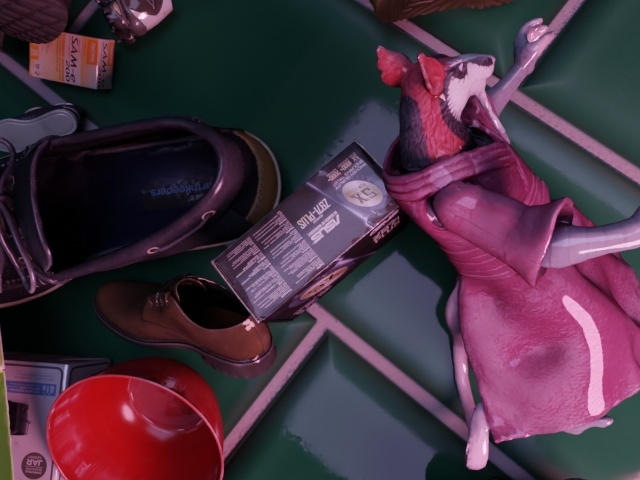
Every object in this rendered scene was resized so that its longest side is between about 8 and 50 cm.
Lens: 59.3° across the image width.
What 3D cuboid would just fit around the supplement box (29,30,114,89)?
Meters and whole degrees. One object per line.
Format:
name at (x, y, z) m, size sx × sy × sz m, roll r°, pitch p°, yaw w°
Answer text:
supplement box at (-0.312, -0.229, 0.705) m, size 0.099 × 0.036 × 0.062 m, roll 13°, pitch 108°, yaw 10°

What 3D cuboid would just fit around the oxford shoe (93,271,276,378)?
oxford shoe at (-0.155, 0.068, 0.608) m, size 0.228 × 0.096 × 0.082 m, roll 10°, pitch 41°, yaw 20°

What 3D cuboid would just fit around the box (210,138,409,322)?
box at (0.000, 0.000, 0.580) m, size 0.180 × 0.147 × 0.077 m, roll -40°, pitch 78°, yaw 1°

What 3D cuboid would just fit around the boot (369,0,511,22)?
boot at (0.124, -0.396, 0.631) m, size 0.236 × 0.089 × 0.269 m, roll -13°, pitch 77°, yaw -11°

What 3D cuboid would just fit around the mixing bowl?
mixing bowl at (-0.177, 0.193, 0.593) m, size 0.182 × 0.098 × 0.181 m, roll 3°, pitch 110°, yaw 7°

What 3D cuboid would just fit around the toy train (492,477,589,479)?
toy train at (0.192, 0.384, 0.514) m, size 0.191 × 0.142 × 0.333 m, roll 1°, pitch 84°, yaw 21°

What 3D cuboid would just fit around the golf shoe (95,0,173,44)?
golf shoe at (-0.256, -0.347, 0.711) m, size 0.094 × 0.077 × 0.198 m, roll -29°, pitch 86°, yaw -7°

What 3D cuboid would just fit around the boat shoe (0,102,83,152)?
boat shoe at (-0.360, -0.145, 0.711) m, size 0.125 × 0.038 × 0.046 m, roll -15°, pitch 122°, yaw 12°

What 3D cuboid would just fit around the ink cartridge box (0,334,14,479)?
ink cartridge box at (-0.402, 0.149, 0.542) m, size 0.189 × 0.097 × 0.255 m, roll -19°, pitch 77°, yaw 25°

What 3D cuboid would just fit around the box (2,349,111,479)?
box at (-0.343, 0.274, 0.628) m, size 0.169 × 0.087 × 0.289 m, roll 3°, pitch 83°, yaw 10°

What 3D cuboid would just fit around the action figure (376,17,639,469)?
action figure at (0.145, -0.014, 0.492) m, size 0.276 × 0.248 × 0.370 m, roll -33°, pitch 118°, yaw 23°

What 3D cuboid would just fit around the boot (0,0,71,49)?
boot at (-0.349, -0.345, 0.628) m, size 0.338 × 0.118 × 0.222 m, roll 17°, pitch 87°, yaw 43°

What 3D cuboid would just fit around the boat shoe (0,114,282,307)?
boat shoe at (-0.296, -0.034, 0.629) m, size 0.501 × 0.156 × 0.186 m, roll -11°, pitch 83°, yaw 9°
